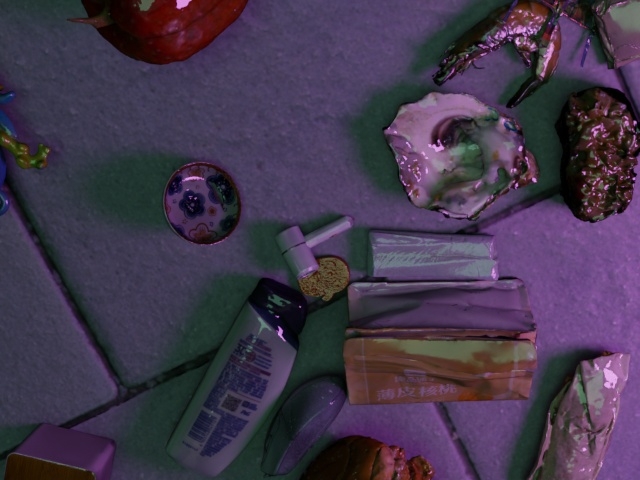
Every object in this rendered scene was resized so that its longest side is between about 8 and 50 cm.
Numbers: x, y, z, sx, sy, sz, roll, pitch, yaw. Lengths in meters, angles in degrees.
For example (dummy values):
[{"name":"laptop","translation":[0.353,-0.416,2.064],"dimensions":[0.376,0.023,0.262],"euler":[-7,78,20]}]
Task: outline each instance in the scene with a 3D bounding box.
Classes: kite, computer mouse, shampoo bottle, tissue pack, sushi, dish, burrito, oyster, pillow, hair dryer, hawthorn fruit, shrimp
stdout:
[{"name":"kite","translation":[0.381,-0.375,1.426],"dimensions":[0.183,0.010,0.160],"euler":[26,88,-17]},{"name":"computer mouse","translation":[-0.046,0.316,1.568],"dimensions":[0.068,0.113,0.229],"euler":[37,98,-20]},{"name":"shampoo bottle","translation":[-0.131,0.243,1.573],"dimensions":[0.134,0.078,0.359],"euler":[28,102,-6]},{"name":"tissue pack","translation":[-0.473,0.473,1.613],"dimensions":[0.160,0.136,0.246],"euler":[12,103,1]},{"name":"sushi","translation":[0.452,-0.136,1.437],"dimensions":[0.147,0.115,0.212],"euler":[1,101,4]},{"name":"dish","translation":[-0.211,-0.057,1.524],"dimensions":[0.141,0.078,0.141],"euler":[4,82,-29]},{"name":"burrito","translation":[0.431,0.367,1.562],"dimensions":[0.117,0.076,0.392],"euler":[14,103,2]},{"name":"oyster","translation":[0.222,-0.144,1.468],"dimensions":[0.214,0.083,0.222],"euler":[-29,93,6]},{"name":"pillow","translation":[0.535,-0.354,1.416],"dimensions":[0.208,0.053,0.119],"euler":[-19,104,7]},{"name":"hair dryer","translation":[0.000,0.000,1.527],"dimensions":[0.137,0.047,0.082],"euler":[-28,81,-3]},{"name":"hawthorn fruit","translation":[-0.232,-0.392,1.356],"dimensions":[0.258,0.258,0.261],"euler":[14,80,1]},{"name":"shrimp","translation":[0.289,-0.287,1.452],"dimensions":[0.217,0.051,0.150],"euler":[-31,105,6]}]

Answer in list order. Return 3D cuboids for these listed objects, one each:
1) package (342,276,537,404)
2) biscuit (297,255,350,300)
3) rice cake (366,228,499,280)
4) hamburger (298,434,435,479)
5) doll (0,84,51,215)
[{"name":"package","translation":[0.195,0.187,1.496],"dimensions":[0.311,0.165,0.221],"euler":[0,102,4]},{"name":"biscuit","translation":[0.006,0.066,1.558],"dimensions":[0.091,0.015,0.078],"euler":[-9,102,6]},{"name":"rice cake","translation":[0.190,0.024,1.524],"dimensions":[0.222,0.042,0.080],"euler":[2,97,4]},{"name":"hamburger","translation":[0.074,0.471,1.538],"dimensions":[0.211,0.245,0.260],"euler":[44,140,-14]},{"name":"doll","translation":[-0.653,-0.155,1.526],"dimensions":[0.346,0.099,0.341],"euler":[-45,83,6]}]
